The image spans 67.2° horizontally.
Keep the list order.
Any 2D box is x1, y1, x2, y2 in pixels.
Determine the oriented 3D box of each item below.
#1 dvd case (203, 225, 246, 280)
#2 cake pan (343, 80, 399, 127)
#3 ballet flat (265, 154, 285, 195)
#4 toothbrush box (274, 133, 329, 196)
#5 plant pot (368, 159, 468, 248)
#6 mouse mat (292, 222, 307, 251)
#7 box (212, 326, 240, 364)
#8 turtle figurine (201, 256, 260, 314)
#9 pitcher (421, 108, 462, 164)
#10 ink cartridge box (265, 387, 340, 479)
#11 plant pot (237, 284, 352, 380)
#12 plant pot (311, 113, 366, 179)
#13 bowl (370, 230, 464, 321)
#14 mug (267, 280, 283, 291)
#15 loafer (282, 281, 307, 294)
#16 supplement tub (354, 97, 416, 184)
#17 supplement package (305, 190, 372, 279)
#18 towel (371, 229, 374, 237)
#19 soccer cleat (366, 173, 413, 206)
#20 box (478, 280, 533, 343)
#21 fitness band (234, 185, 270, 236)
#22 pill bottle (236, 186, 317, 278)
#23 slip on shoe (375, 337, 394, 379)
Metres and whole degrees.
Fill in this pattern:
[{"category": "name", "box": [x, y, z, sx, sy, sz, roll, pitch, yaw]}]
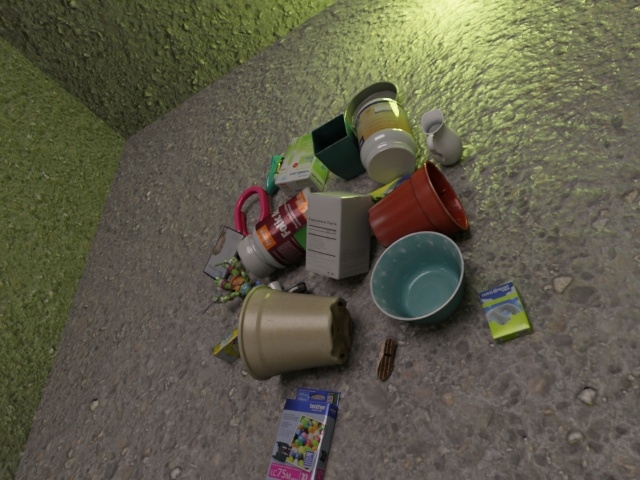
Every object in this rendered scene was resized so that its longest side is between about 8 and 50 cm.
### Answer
[{"category": "dvd case", "box": [-0.463, 0.066, 2.309, 0.180, 0.022, 0.253, 22, 86, 46]}, {"category": "cake pan", "box": [0.248, -0.635, 2.300, 0.293, 0.054, 0.293, -21, 47, 25]}, {"category": "ballet flat", "box": [-0.218, -0.335, 2.424, 0.087, 0.083, 0.248, -5, 56, 19]}, {"category": "toothbrush box", "box": [-0.066, -0.362, 2.290, 0.206, 0.122, 0.283, -4, 58, 37]}, {"category": "plant pot", "box": [0.327, -0.092, 1.676, 0.265, 0.272, 0.273, -32, 43, 27]}, {"category": "mouse mat", "box": [0.000, 0.000, 1.907, 0.152, 0.190, 0.007, -36, 26, 10]}, {"category": "box", "box": [-0.329, 0.406, 1.912, 0.179, 0.105, 0.043, -39, 43, 6]}, {"category": "turtle figurine", "box": [-0.413, 0.164, 2.074, 0.274, 0.198, 0.266, -12, 14, -23]}, {"category": "pitcher", "box": [0.451, -0.358, 1.805, 0.125, 0.207, 0.178, -7, 55, 35]}, {"category": "ink cartridge box", "box": [-0.053, 0.628, 1.553, 0.185, 0.065, 0.311, -7, 53, 35]}, {"category": "plant pot", "box": [-0.065, 0.311, 1.648, 0.305, 0.334, 0.334, -5, 55, 23]}, {"category": "plant pot", "box": [0.097, -0.384, 2.090, 0.165, 0.234, 0.166, -26, 44, 21]}, {"category": "bowl", "box": [0.333, 0.144, 1.541, 0.311, 0.163, 0.312, -22, 46, 25]}, {"category": "mug", "box": [-0.181, 0.217, 1.987, 0.062, 0.078, 0.064, -18, 49, -18]}, {"category": "loafer", "box": [-0.148, 0.266, 1.904, 0.267, 0.096, 0.084, -38, 62, 19]}, {"category": "supplement tub", "box": [0.267, -0.405, 1.974, 0.228, 0.228, 0.316, -25, 45, 22]}, {"category": "supplement package", "box": [0.067, -0.028, 1.777, 0.175, 0.177, 0.293, 13, 105, 44]}, {"category": "towel", "box": [0.193, -0.058, 1.916, 0.152, 0.023, 0.113, -32, 43, 16]}, {"category": "soccer cleat", "box": [0.262, -0.176, 1.903, 0.289, 0.094, 0.121, -24, 15, 13]}, {"category": "box", "box": [0.540, 0.202, 1.420, 0.109, 0.042, 0.178, -25, 47, 22]}, {"category": "fitness band", "box": [-0.334, -0.136, 2.341, 0.209, 0.054, 0.291, -37, 47, 28]}, {"category": "pill bottle", "box": [-0.141, -0.025, 2.008, 0.392, 0.224, 0.224, -36, 43, 11]}, {"category": "slip on shoe", "box": [0.205, 0.382, 1.552, 0.041, 0.051, 0.136, 131, 154, -68]}]
